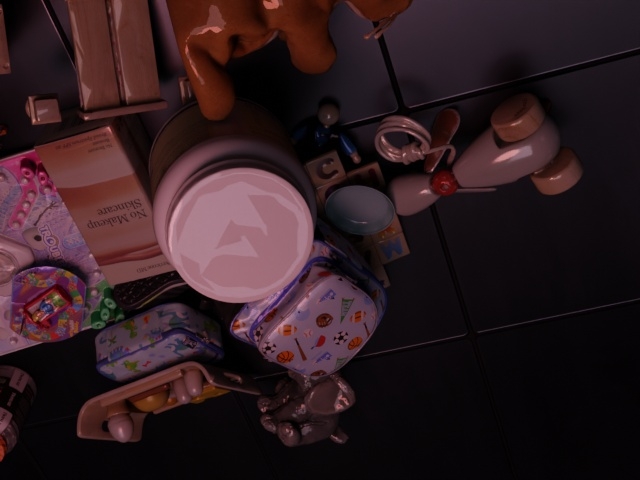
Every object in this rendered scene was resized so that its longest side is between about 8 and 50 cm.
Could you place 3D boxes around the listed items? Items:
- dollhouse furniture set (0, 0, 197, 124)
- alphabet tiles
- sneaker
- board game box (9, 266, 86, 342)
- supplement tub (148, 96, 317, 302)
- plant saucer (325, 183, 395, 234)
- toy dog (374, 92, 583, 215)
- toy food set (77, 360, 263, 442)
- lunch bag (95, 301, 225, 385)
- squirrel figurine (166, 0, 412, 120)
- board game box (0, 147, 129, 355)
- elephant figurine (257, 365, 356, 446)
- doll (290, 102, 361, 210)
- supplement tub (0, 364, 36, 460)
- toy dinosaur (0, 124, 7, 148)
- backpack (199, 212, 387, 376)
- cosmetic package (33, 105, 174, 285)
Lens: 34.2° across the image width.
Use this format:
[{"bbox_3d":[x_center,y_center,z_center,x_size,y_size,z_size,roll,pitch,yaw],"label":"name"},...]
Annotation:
[{"bbox_3d":[-0.382,-0.356,1.665,0.355,0.174,0.303,-11,106,-22],"label":"dollhouse furniture set"},{"bbox_3d":[0.000,0.000,1.829,0.285,0.011,0.342,-23,132,1],"label":"alphabet tiles"},{"bbox_3d":[-0.277,0.063,1.933,0.234,0.084,0.097,-23,164,4],"label":"sneaker"},{"bbox_3d":[-0.503,0.128,1.914,0.133,0.033,0.169,5,120,-14],"label":"board game box"},{"bbox_3d":[-0.133,-0.066,1.539,0.235,0.325,0.235,-4,113,-9],"label":"supplement tub"},{"bbox_3d":[0.068,-0.057,1.762,0.119,0.021,0.119,6,138,5],"label":"plant saucer"},{"bbox_3d":[0.267,-0.152,1.719,0.333,0.161,0.220,0,128,22],"label":"toy dog"},{"bbox_3d":[-0.289,0.326,2.018,0.306,0.092,0.219,-22,160,18],"label":"toy food set"},{"bbox_3d":[-0.304,0.207,1.988,0.219,0.090,0.176,-23,146,19],"label":"lunch bag"},{"bbox_3d":[-0.042,-0.425,1.466,0.370,0.281,0.397,-15,124,6],"label":"squirrel figurine"},{"bbox_3d":[-0.595,0.051,1.900,0.390,0.050,0.390,-17,122,0],"label":"board game box"},{"bbox_3d":[-0.008,0.274,1.995,0.169,0.186,0.239,43,120,25],"label":"elephant figurine"},{"bbox_3d":[0.006,-0.146,1.776,0.129,0.046,0.189,12,118,7],"label":"doll"},{"bbox_3d":[-0.647,0.349,2.072,0.117,0.190,0.117,2,124,2],"label":"supplement tub"},{"bbox_3d":[-0.587,-0.190,1.797,0.082,0.047,0.090,-29,108,1],"label":"toy dinosaur"},{"bbox_3d":[-0.014,0.104,1.778,0.276,0.213,0.263,-44,139,15],"label":"backpack"},{"bbox_3d":[-0.351,-0.084,1.794,0.153,0.129,0.296,-15,122,14],"label":"cosmetic package"}]
